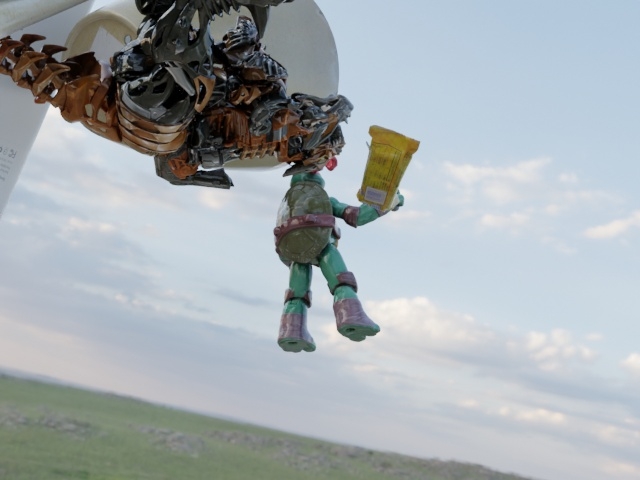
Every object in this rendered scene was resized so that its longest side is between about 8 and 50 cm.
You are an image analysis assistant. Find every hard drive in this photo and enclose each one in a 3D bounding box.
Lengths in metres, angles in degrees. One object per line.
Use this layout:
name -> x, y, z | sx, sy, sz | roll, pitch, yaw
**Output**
hard drive -> -0.349, -0.170, 0.806 | 0.040, 0.319, 0.210 | 21, -4, 10

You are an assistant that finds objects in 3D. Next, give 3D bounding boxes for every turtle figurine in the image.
turtle figurine -> 0.000, 0.000, 0.863 | 0.118, 0.234, 0.175 | 19, -32, -38

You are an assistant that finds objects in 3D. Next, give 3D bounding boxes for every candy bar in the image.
candy bar -> 0.053, -0.056, 0.652 | 0.040, 0.018, 0.161 | 19, -15, 4

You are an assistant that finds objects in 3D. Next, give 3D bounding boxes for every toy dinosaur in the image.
toy dinosaur -> -0.109, -0.133, 0.604 | 0.322, 0.218, 0.164 | -9, 45, -45

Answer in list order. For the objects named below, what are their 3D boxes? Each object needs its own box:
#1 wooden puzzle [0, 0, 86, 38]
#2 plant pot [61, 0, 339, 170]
wooden puzzle -> -0.247, -0.262, 0.384 | 0.348, 0.080, 0.322 | 48, 11, -20
plant pot -> -0.153, -0.193, 0.888 | 0.256, 0.257, 0.274 | 6, 13, 28
